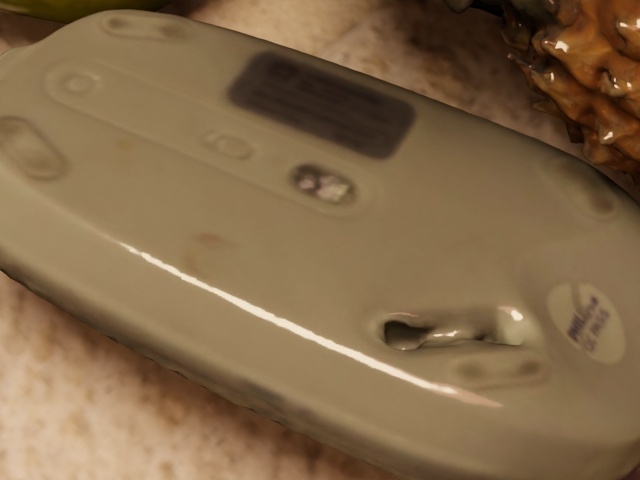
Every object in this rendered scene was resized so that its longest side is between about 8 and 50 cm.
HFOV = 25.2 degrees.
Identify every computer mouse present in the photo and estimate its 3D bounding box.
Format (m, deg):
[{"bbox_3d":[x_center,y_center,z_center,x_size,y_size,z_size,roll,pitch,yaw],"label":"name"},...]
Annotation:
[{"bbox_3d":[-0.002,0.005,0.621,0.331,0.095,0.197,25,42,13],"label":"computer mouse"}]

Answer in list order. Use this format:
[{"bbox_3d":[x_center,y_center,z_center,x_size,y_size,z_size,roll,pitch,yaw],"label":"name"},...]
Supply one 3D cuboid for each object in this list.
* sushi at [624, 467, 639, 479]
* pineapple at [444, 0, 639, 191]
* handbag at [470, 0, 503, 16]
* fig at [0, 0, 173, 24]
[{"bbox_3d":[0.213,0.147,0.586,0.215,0.050,0.192,33,66,13],"label":"sushi"},{"bbox_3d":[0.128,-0.113,0.575,0.362,0.202,0.202,17,61,-23],"label":"pineapple"},{"bbox_3d":[0.054,-0.209,0.705,0.211,0.089,0.254,12,58,-41],"label":"handbag"},{"bbox_3d":[-0.123,-0.262,0.649,0.233,0.314,0.233,11,36,-8],"label":"fig"}]
